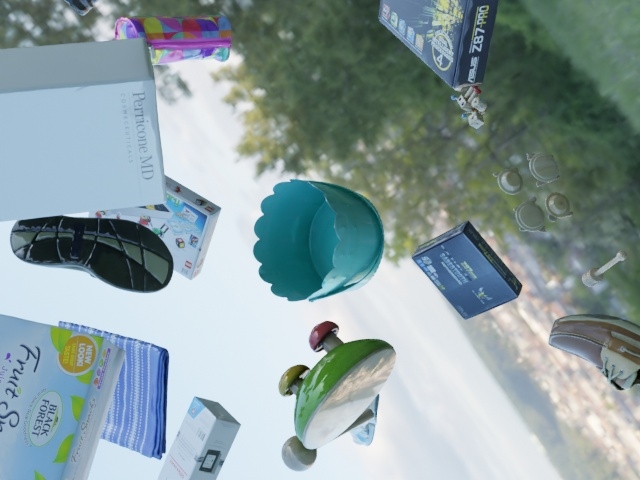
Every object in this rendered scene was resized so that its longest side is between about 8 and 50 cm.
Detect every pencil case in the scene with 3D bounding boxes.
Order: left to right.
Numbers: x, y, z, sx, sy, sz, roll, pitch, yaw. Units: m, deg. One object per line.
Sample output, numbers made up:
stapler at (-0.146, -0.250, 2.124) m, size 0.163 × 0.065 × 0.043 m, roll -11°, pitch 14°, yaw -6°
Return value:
pencil case at (-0.280, -0.383, 1.812) m, size 0.236 × 0.104 × 0.104 m, roll -15°, pitch -118°, yaw -39°

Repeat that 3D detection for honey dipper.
honey dipper at (0.545, 0.052, 1.801) m, size 0.030 × 0.030 × 0.161 m, roll 55°, pitch 162°, yaw 10°

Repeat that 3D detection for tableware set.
tableware set at (0.438, -0.097, 1.921) m, size 0.020 × 0.141 × 0.169 m, roll 128°, pitch 124°, yaw -68°

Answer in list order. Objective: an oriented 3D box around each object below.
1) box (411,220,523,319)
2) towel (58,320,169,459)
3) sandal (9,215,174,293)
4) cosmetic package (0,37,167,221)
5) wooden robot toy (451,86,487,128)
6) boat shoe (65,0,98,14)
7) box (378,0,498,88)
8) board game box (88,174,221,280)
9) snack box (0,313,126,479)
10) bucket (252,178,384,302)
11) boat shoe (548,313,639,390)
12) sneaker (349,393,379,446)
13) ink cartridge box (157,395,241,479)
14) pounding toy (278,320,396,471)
box at (0.374, 0.080, 2.415) m, size 0.233 × 0.183 × 0.059 m, roll 48°, pitch -138°, yaw -14°
towel at (-0.454, 0.317, 2.020) m, size 0.040 × 0.336 × 0.243 m, roll -7°, pitch -77°, yaw -55°
sandal at (-0.399, 0.014, 1.680) m, size 0.303 × 0.120 × 0.086 m, roll 14°, pitch 171°, yaw 10°
cosmetic package at (-0.480, -0.163, 1.467) m, size 0.161 × 0.453 × 0.230 m, roll -113°, pitch 18°, yaw -53°
wooden robot toy at (0.402, -0.348, 2.421) m, size 0.079 × 0.076 × 0.173 m, roll 24°, pitch -150°, yaw -30°
boat shoe at (-0.481, -0.610, 1.921) m, size 0.127 × 0.158 × 0.340 m, roll 41°, pitch -162°, yaw -56°
box at (0.280, -0.595, 2.258) m, size 0.395 × 0.097 × 0.318 m, roll -124°, pitch 32°, yaw -44°
board game box at (-0.388, -0.063, 2.186) m, size 0.305 × 0.193 × 0.053 m, roll 31°, pitch -147°, yaw 13°
snack box at (-0.315, 0.161, 0.912) m, size 0.207 × 0.174 × 0.070 m, roll 10°, pitch 164°, yaw 11°
bucket at (0.000, 0.000, 2.145) m, size 0.183 × 0.281 × 0.281 m, roll 0°, pitch -132°, yaw -47°
boat shoe at (0.623, 0.240, 1.913) m, size 0.324 × 0.120 × 0.122 m, roll 12°, pitch 150°, yaw 20°
sneaker at (0.079, 0.386, 2.074) m, size 0.229 × 0.092 × 0.087 m, roll 89°, pitch -172°, yaw -59°
ink cartridge box at (-0.230, 0.399, 1.777) m, size 0.060 × 0.180 × 0.104 m, roll 22°, pitch -176°, yaw -36°
pounding toy at (0.002, 0.203, 1.337) m, size 0.110 × 0.183 × 0.237 m, roll 41°, pitch 144°, yaw 23°
